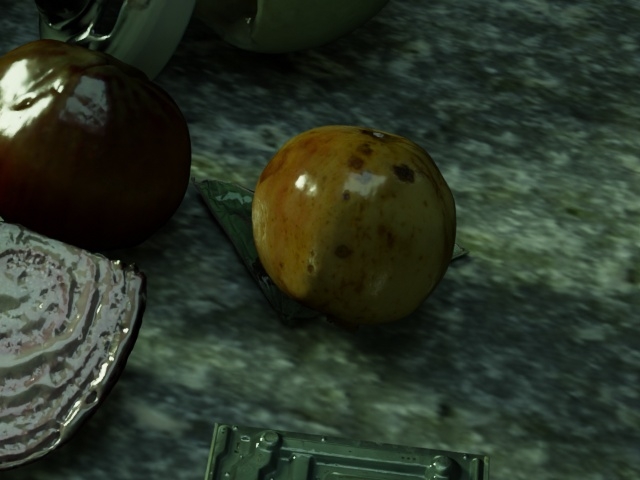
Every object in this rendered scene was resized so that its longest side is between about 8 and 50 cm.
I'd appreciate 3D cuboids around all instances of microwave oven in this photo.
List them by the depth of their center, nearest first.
[{"bbox_3d":[0.017,0.261,1.279,0.240,0.145,0.194,7,47,2],"label":"microwave oven"}]

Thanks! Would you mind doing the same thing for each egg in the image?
[{"bbox_3d":[-0.021,-0.383,1.840,0.278,0.278,0.336,36,54,28],"label":"egg"}]

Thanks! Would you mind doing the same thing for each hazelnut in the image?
[{"bbox_3d":[-0.261,-0.104,1.583,0.251,0.217,0.217,35,51,26],"label":"hazelnut"}]

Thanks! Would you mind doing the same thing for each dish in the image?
[{"bbox_3d":[-0.265,-0.300,1.716,0.134,0.273,0.273,16,32,-40],"label":"dish"}]

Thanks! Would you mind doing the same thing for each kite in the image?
[{"bbox_3d":[0.000,0.000,1.637,0.323,0.013,0.267,14,46,5],"label":"kite"}]

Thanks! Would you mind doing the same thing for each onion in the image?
[{"bbox_3d":[-0.313,0.111,1.438,0.250,0.111,0.247,20,68,1],"label":"onion"}]

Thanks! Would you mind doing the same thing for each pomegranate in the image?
[{"bbox_3d":[0.030,-0.010,1.508,0.215,0.215,0.215,3,44,-3],"label":"pomegranate"}]
